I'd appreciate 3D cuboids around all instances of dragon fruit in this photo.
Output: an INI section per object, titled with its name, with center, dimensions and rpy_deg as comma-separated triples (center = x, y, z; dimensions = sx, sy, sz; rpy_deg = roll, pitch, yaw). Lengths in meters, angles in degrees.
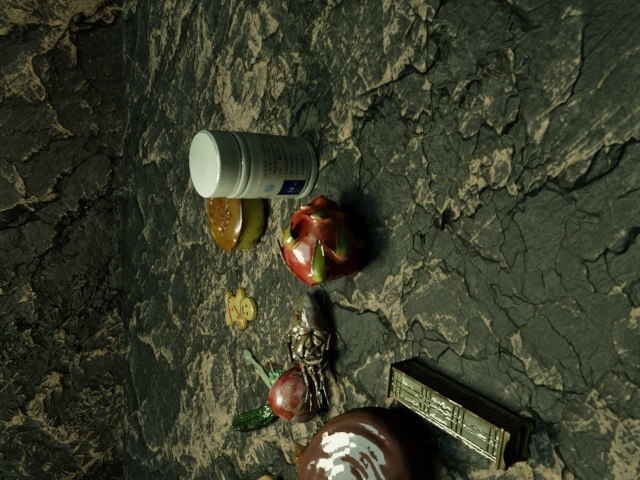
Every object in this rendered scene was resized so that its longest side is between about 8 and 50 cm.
[dragon fruit]
center = -0.001, 0.006, 1.359
dimensions = 0.224, 0.224, 0.227
rpy_deg = -24, 89, 52

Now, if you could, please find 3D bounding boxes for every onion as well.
[onion]
center = -0.067, 0.439, 1.543
dimensions = 0.159, 0.159, 0.195
rpy_deg = 7, 76, 54

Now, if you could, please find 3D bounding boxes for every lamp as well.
[lamp]
center = 0.280, 0.354, 1.102
dimensions = 0.325, 0.090, 0.089
rpy_deg = 20, 110, 53

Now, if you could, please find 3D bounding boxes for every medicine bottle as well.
[medicine bottle]
center = -0.192, -0.215, 1.501
dimensions = 0.190, 0.332, 0.190
rpy_deg = 5, 96, 54

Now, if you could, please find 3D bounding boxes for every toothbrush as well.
[toothbrush]
center = -0.200, 0.471, 1.822
dimensions = 0.294, 0.026, 0.028
rpy_deg = 36, 139, 47

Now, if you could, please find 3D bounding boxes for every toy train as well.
[toy train]
center = -0.140, 0.459, 1.733
dimensions = 0.083, 0.033, 0.053
rpy_deg = -17, 84, 53

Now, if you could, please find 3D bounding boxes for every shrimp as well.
[shrimp]
center = -0.022, 0.315, 1.486
dimensions = 0.145, 0.116, 0.343
rpy_deg = -32, 60, 52

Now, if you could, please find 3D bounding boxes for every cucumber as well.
[cucumber]
center = -0.227, 0.627, 1.827
dimensions = 0.265, 0.077, 0.077
rpy_deg = -37, 63, 50

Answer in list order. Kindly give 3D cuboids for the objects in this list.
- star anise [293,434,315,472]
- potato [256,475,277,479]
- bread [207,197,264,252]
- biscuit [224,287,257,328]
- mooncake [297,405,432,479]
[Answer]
[star anise]
center = 0.011, 0.684, 1.480
dimensions = 0.349, 0.109, 0.292
rpy_deg = 17, 111, 51
[potato]
center = -0.181, 0.875, 1.756
dimensions = 0.109, 0.118, 0.178
rpy_deg = -91, -4, -70
[bread]
center = -0.303, -0.094, 1.819
dimensions = 0.270, 0.148, 0.270
rpy_deg = 6, 98, 53
[biscuit]
center = -0.302, 0.253, 1.945
dimensions = 0.234, 0.030, 0.153
rpy_deg = -4, 91, 54
[mooncake]
center = 0.098, 0.570, 1.234
dimensions = 0.326, 0.174, 0.334
rpy_deg = -16, 72, 34
